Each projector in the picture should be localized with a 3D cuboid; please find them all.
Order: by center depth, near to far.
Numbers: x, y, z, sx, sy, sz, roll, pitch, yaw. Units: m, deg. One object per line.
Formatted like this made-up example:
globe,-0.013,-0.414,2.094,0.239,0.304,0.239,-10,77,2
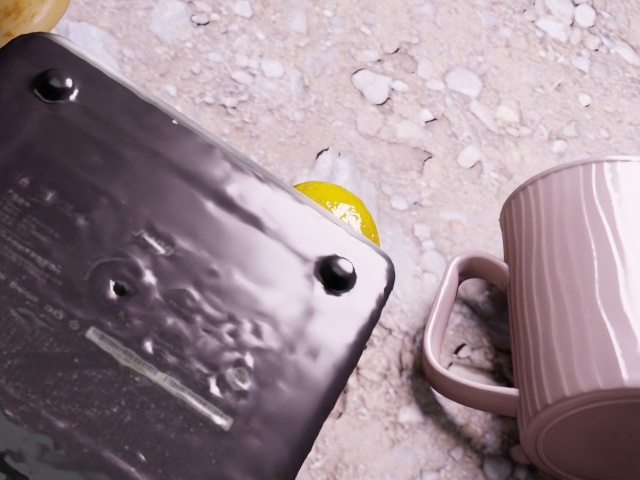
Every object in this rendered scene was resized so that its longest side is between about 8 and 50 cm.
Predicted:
projector,-0.196,0.092,1.447,0.395,0.242,0.405,34,50,-4

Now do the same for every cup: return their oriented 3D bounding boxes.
cup,0.258,0.070,1.728,0.288,0.208,0.273,16,53,-19

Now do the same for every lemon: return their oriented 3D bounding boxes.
lemon,0.000,0.000,1.705,0.133,0.109,0.109,43,48,17

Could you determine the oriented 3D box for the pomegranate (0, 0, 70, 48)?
pomegranate,-0.358,-0.270,1.593,0.319,0.319,0.319,14,52,-19
